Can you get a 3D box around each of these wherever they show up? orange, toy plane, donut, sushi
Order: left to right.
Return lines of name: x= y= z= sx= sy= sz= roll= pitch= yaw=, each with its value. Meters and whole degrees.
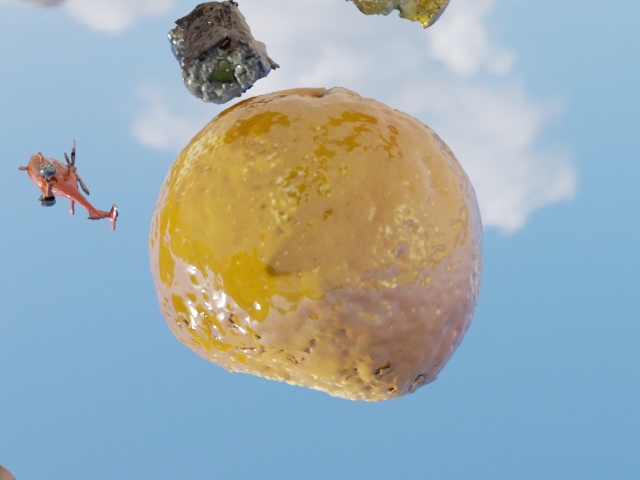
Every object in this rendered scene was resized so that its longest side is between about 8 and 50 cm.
toy plane: x=-0.369 y=-0.068 z=2.547 sx=0.077 sy=0.126 sz=0.194 roll=-19 pitch=-119 yaw=-32
sushi: x=-0.106 y=-0.196 z=1.844 sx=0.094 sy=0.098 sz=0.084 roll=-30 pitch=-133 yaw=7
orange: x=0.000 y=0.000 z=1.711 sx=0.340 sy=0.293 sz=0.340 roll=14 pitch=175 yaw=1
donut: x=0.078 y=-0.250 z=1.620 sx=0.108 sy=0.097 sz=0.043 roll=2 pitch=167 yaw=-28

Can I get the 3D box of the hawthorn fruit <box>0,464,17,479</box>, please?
hawthorn fruit: x=-0.503 y=0.399 z=1.905 sx=0.471 sy=0.472 sz=0.472 roll=2 pitch=-160 yaw=-1
